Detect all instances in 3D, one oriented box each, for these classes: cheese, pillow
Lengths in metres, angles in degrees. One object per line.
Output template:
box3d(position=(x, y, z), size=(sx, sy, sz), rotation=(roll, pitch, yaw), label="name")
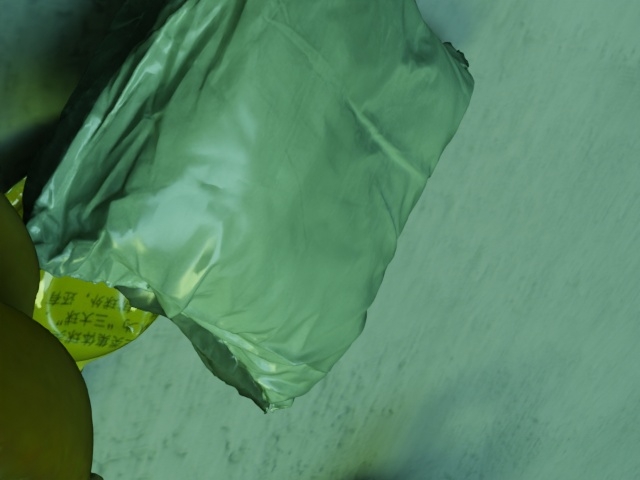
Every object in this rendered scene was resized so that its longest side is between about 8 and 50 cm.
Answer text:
box3d(position=(-0.146, -0.016, 0.753), size=(0.177, 0.069, 0.270), rotation=(12, 109, -44), label="cheese")
box3d(position=(-0.027, -0.059, 0.703), size=(0.283, 0.138, 0.310), rotation=(36, 80, -46), label="pillow")

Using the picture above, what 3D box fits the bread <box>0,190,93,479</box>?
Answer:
box3d(position=(-0.313, 0.062, 0.442), size=(0.424, 0.245, 0.329), rotation=(8, 130, -33), label="bread")

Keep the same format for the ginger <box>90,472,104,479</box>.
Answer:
box3d(position=(-0.284, 0.221, 0.779), size=(0.275, 0.221, 0.130), rotation=(-17, 126, -9), label="ginger")
